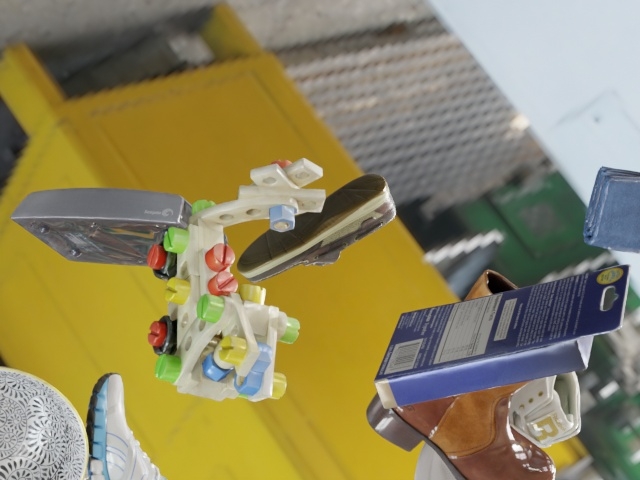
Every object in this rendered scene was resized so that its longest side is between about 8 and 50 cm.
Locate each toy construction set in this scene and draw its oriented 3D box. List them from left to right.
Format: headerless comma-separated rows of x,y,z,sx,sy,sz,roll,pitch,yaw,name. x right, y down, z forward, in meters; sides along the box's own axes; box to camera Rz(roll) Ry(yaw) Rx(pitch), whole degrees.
-0.103,0.046,1.955,0.215,0.151,0.327,-41,-151,47,toy construction set

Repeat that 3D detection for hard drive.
-0.258,-0.016,2.258,0.255,0.054,0.172,2,159,26,hard drive

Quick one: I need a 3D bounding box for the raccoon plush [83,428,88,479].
-0.509,0.232,2.099,0.446,0.299,0.216,-21,165,-7,raccoon plush

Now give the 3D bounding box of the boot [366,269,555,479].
0.231,0.171,2.029,0.280,0.264,0.096,-50,-167,37,boot

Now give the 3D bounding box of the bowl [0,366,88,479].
-0.297,0.177,1.558,0.170,0.170,0.080,-38,-160,5,bowl

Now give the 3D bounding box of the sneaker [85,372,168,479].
-0.173,0.216,1.575,0.083,0.190,0.071,-2,171,-10,sneaker

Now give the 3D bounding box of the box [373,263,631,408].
0.169,0.085,1.537,0.225,0.036,0.136,-15,-160,21,box

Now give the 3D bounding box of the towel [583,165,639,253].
0.272,-0.020,1.405,0.119,0.029,0.067,8,104,-23,towel

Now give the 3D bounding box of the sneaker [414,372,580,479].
0.235,0.257,2.205,0.169,0.108,0.292,-21,-153,40,sneaker

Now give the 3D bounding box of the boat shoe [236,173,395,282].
0.000,-0.001,2.235,0.224,0.080,0.073,-32,121,-2,boat shoe
